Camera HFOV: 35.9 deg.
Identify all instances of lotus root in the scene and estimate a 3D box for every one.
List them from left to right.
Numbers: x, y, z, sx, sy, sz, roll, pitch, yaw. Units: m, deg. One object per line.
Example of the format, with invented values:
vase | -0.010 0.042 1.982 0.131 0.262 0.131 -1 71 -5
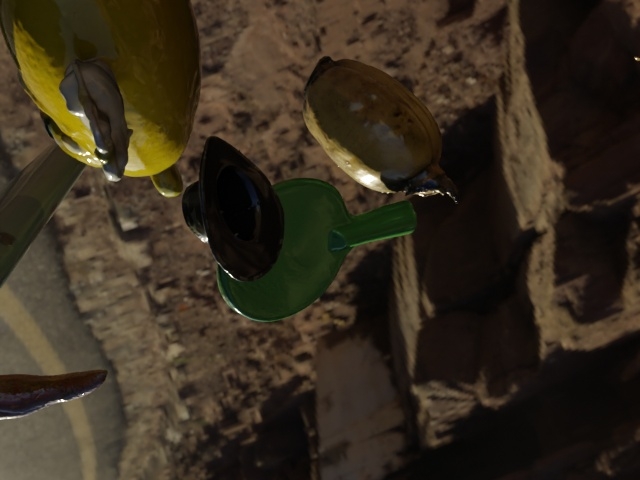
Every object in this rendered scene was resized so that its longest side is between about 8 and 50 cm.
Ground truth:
lotus root | 0.069 -0.114 1.100 0.125 0.221 0.118 -45 179 -44

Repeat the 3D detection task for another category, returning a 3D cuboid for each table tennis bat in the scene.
table tennis bat | 0.000 0.000 1.053 0.257 0.039 0.160 -15 123 -33

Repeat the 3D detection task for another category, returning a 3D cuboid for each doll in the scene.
doll | -0.196 -0.216 0.790 0.161 0.423 0.348 -17 -169 -2

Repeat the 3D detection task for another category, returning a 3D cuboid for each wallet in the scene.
wallet | -0.402 0.013 1.161 0.252 0.083 0.360 -37 -162 21

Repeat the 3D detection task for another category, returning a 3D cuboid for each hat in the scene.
hat | -0.079 -0.023 0.798 0.050 0.121 0.121 -13 169 30

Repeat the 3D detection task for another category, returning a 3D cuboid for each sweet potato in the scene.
sweet potato | -0.409 0.203 1.305 0.255 0.058 0.078 -6 156 -13

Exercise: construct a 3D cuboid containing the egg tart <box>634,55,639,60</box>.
egg tart | 0.375 -0.141 0.804 0.132 0.341 0.341 -51 154 15
